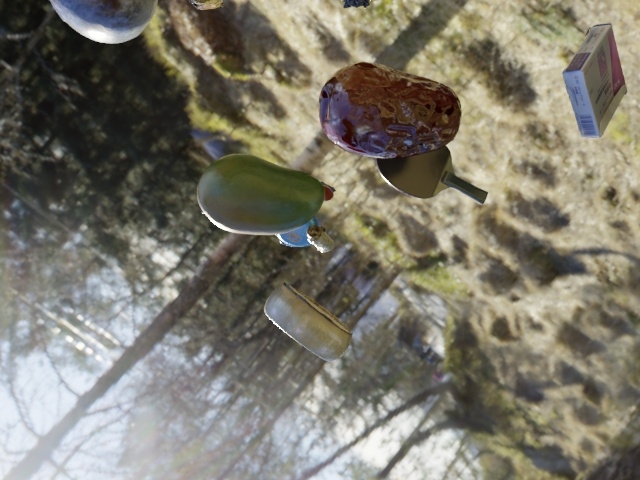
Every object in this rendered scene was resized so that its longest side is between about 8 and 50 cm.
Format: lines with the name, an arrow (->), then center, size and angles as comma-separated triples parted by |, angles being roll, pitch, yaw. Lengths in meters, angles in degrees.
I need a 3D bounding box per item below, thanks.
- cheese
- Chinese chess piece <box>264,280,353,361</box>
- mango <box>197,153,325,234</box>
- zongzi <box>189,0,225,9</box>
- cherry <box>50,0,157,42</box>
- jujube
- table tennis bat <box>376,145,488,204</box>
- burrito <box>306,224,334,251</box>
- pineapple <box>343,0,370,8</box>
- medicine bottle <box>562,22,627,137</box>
cheese -> -0.038, -0.054, 1.692 | 0.106, 0.037, 0.256 | 19, 144, -6
Chinese chess piece -> -0.032, 0.221, 2.139 | 0.257, 0.104, 0.257 | 37, 180, 0
mango -> -0.119, -0.086, 1.549 | 0.251, 0.156, 0.114 | 10, 176, 0
zongzi -> -0.261, -0.638, 1.838 | 0.099, 0.194, 0.197 | 12, -165, -3
cherry -> -0.487, -0.562, 1.747 | 0.255, 0.218, 0.296 | 30, 170, -4
jujube -> 0.153, -0.284, 1.730 | 0.318, 0.222, 0.223 | 1, -168, -24
table tennis bat -> 0.278, -0.173, 1.933 | 0.301, 0.173, 0.022 | 26, 169, -8
burrito -> 0.000, 0.000, 1.654 | 0.045, 0.041, 0.185 | 11, 172, 12
pineapple -> 0.105, -0.630, 1.817 | 0.158, 0.157, 0.278 | 39, 154, 0
medicine bottle -> 0.583, -0.337, 1.661 | 0.052, 0.201, 0.171 | 1, 129, 41
